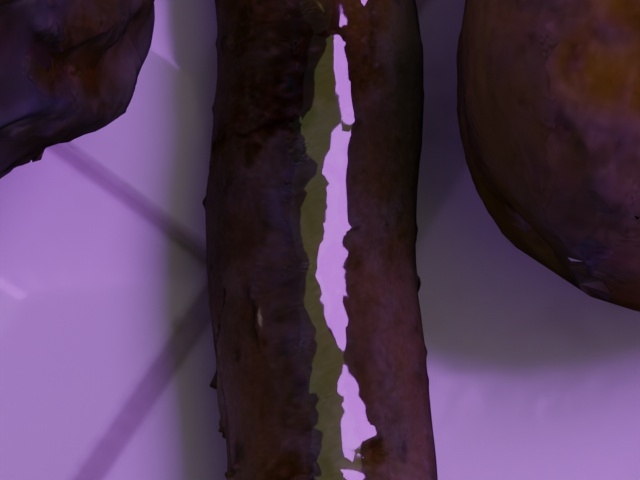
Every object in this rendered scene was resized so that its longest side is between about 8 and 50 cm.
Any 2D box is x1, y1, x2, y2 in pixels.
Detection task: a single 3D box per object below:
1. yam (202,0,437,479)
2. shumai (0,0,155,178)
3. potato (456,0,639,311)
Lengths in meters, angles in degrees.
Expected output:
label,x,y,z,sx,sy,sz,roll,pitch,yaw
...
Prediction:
label,x,y,z,sx,sy,sz,roll,pitch,yaw
yam,0.000,0.000,0.575,0.071,0.067,0.317,5,77,-44
shumai,-0.225,-0.070,0.479,0.309,0.304,0.263,37,105,-22
potato,0.149,-0.094,0.565,0.229,0.229,0.266,33,73,-9
